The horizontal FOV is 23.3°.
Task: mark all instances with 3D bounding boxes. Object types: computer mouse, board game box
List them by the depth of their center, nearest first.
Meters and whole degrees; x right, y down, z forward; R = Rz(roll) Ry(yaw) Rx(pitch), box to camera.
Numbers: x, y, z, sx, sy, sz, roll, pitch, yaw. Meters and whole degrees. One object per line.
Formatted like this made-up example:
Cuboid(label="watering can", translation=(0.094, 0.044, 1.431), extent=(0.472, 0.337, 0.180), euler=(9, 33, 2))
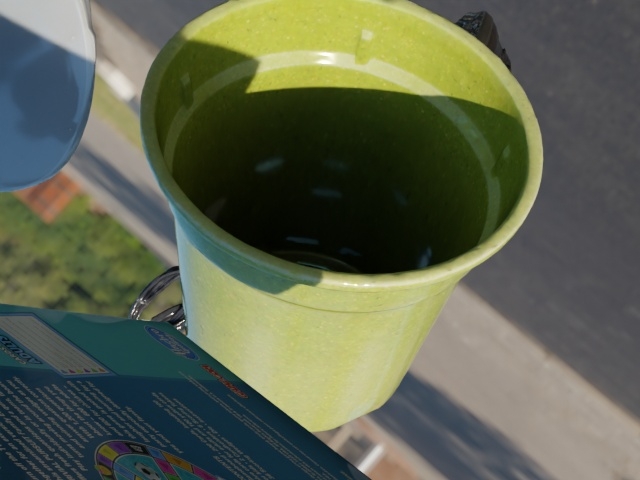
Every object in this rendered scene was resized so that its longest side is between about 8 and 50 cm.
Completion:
Cuboid(label="board game box", translation=(-0.119, 0.113, 0.669), extent=(0.254, 0.079, 0.336), euler=(33, -166, 37))
Cuboid(label="computer mouse", translation=(-0.056, 0.028, 1.335), extent=(0.041, 0.242, 0.071), euler=(-58, -54, -79))

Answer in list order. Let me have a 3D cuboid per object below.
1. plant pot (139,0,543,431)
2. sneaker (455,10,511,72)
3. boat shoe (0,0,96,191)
Cuboid(label="plant pot", translation=(0.000, 0.000, 1.140), extent=(0.276, 0.276, 0.254), euler=(39, 145, 22))
Cuboid(label="sneaker", translation=(0.150, -0.166, 1.420), extent=(0.071, 0.066, 0.188), euler=(44, -166, -8))
Cuboid(label="boat shoe", translation=(-0.215, -0.210, 0.929), extent=(0.156, 0.136, 0.367), euler=(-95, -3, -51))
